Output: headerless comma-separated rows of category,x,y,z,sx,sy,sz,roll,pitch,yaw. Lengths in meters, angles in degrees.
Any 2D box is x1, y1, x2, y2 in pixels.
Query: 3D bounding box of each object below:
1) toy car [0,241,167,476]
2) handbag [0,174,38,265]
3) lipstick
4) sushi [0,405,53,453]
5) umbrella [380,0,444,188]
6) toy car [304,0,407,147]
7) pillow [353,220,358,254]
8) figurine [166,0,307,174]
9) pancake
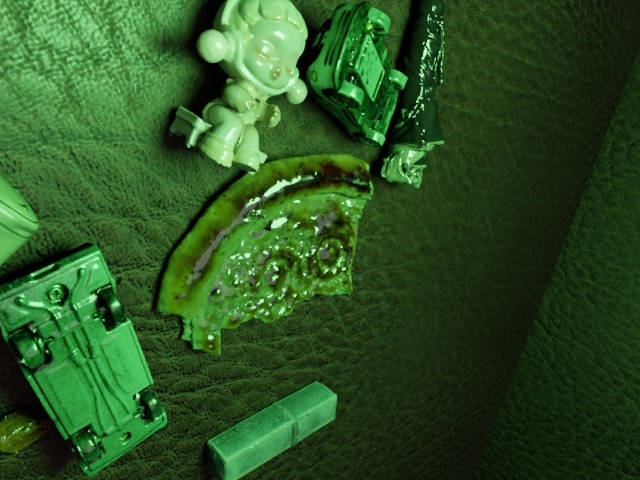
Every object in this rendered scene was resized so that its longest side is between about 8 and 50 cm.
toy car,-0.308,0.162,0.668,0.141,0.097,0.321,-31,128,-34
handbag,-0.461,0.015,0.470,0.315,0.109,0.241,-40,134,-8
lipstick,-0.094,0.384,1.023,0.289,0.077,0.076,-15,120,-40
sushi,-0.399,0.246,0.656,0.050,0.047,0.099,-59,158,11
umbrella,0.195,-0.281,0.976,0.113,0.106,0.358,-23,124,-62
toy car,0.053,-0.262,0.825,0.136,0.125,0.306,-70,162,-2
pillow,0.000,0.003,0.969,0.211,0.034,0.136,-14,113,-44
figurine,-0.094,-0.227,0.689,0.181,0.144,0.257,22,95,-29
pancake,-0.072,0.018,0.843,0.426,0.066,0.305,-21,118,-30
